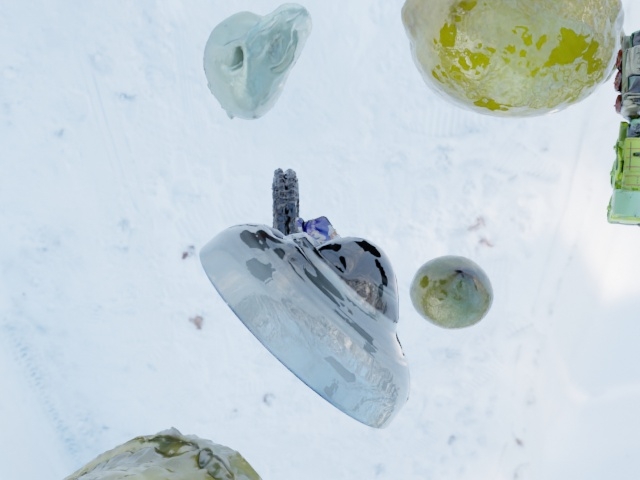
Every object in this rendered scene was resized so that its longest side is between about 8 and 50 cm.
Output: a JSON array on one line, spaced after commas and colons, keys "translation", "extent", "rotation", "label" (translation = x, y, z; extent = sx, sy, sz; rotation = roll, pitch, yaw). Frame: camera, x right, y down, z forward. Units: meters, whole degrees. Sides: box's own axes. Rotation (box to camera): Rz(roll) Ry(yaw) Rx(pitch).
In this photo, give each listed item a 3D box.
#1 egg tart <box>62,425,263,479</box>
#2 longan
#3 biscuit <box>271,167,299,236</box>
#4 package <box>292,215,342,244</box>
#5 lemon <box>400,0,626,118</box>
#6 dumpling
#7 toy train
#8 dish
[{"translation": [-0.204, 0.357, 0.574], "extent": [0.388, 0.387, 0.169], "rotation": [-29, 138, 13], "label": "egg tart"}, {"translation": [0.251, 0.105, 1.207], "extent": [0.145, 0.155, 0.176], "rotation": [-46, 165, -23], "label": "longan"}, {"translation": [-0.064, -0.042, 1.164], "extent": [0.053, 0.194, 0.194], "rotation": [-2, 129, -4], "label": "biscuit"}, {"translation": [0.001, -0.001, 0.916], "extent": [0.077, 0.033, 0.110], "rotation": [-9, 141, 20], "label": "package"}, {"translation": [0.286, -0.309, 0.922], "extent": [0.316, 0.285, 0.285], "rotation": [36, 121, 7], "label": "lemon"}, {"translation": [-0.086, -0.232, 0.780], "extent": [0.108, 0.152, 0.219], "rotation": [27, 162, -10], "label": "dumpling"}, {"translation": [0.384, -0.139, 0.758], "extent": [0.053, 0.249, 0.085], "rotation": [5, 170, 18], "label": "toy train"}, {"translation": [0.015, 0.054, 0.667], "extent": [0.134, 0.273, 0.273], "rotation": [-48, 125, 3], "label": "dish"}]
